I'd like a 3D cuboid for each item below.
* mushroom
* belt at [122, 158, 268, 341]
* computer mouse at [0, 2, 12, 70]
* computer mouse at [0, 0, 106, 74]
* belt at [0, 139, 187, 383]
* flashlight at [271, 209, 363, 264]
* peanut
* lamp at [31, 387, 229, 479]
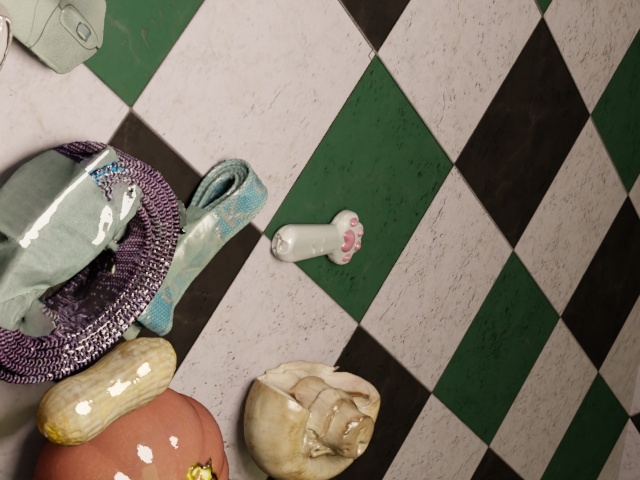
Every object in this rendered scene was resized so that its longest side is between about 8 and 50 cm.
[{"bbox_3d":[-0.011,0.321,1.797,0.254,0.195,0.188,-3,114,-46],"label":"mushroom"},{"bbox_3d":[-0.186,0.013,1.521,0.302,0.087,0.072,-53,143,-18],"label":"belt"},{"bbox_3d":[-0.439,-0.229,1.117,0.245,0.056,0.125,14,104,-43],"label":"computer mouse"},{"bbox_3d":[-0.317,-0.271,1.242,0.229,0.068,0.113,38,80,-51],"label":"computer mouse"},{"bbox_3d":[-0.317,0.027,1.350,0.325,0.122,0.260,-47,145,-19],"label":"belt"},{"bbox_3d":[0.000,0.000,1.769,0.200,0.048,0.093,-6,112,-49],"label":"flashlight"},{"bbox_3d":[-0.267,0.189,1.379,0.207,0.087,0.087,-31,130,-37],"label":"peanut"},{"bbox_3d":[-0.248,0.350,1.488,0.305,0.240,0.305,-30,132,-39],"label":"lamp"}]
